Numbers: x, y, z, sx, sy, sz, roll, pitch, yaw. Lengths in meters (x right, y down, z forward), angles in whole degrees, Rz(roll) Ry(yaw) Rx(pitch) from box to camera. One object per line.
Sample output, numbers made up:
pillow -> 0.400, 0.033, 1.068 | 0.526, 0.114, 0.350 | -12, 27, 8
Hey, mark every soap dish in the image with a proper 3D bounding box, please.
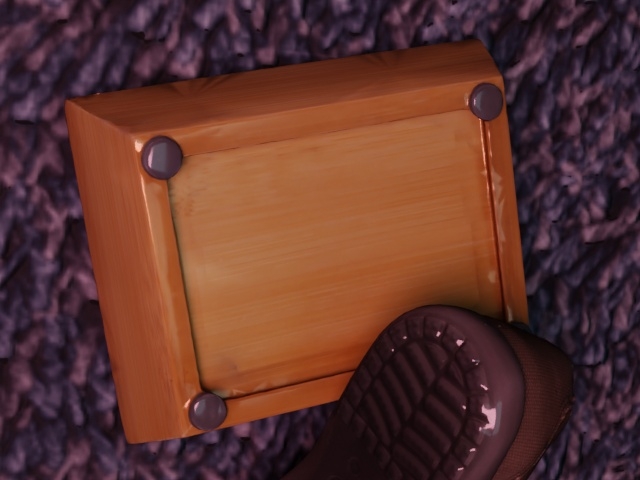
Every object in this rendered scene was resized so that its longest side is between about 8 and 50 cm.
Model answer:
soap dish -> 0.000, 0.000, 0.722 | 0.291, 0.118, 0.229 | -11, 102, -18

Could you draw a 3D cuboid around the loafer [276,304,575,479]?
loafer -> 0.046, 0.186, 0.696 | 0.130, 0.134, 0.366 | 0, 139, -38
